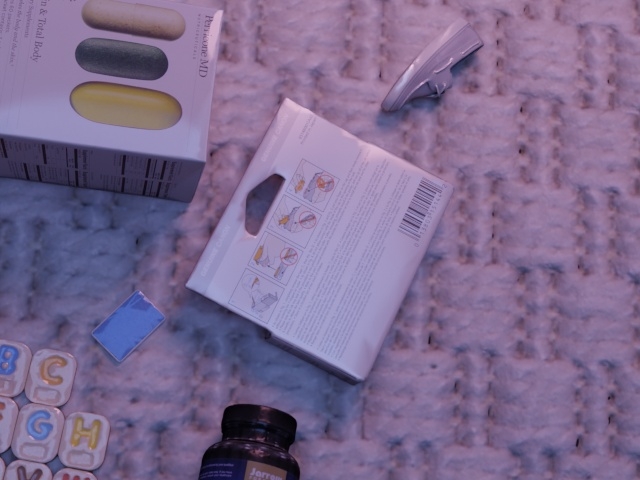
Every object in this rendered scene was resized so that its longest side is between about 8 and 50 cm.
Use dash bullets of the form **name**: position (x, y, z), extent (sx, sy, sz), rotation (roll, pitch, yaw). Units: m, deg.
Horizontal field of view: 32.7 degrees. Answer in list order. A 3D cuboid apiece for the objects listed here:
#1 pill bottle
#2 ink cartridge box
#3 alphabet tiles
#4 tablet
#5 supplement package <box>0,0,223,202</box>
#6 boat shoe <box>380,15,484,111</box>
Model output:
- **pill bottle**: position (-0.091, 0.315, 1.312), extent (0.123, 0.123, 0.219), rotation (14, 63, -9)
- **ink cartridge box**: position (0.000, 0.000, 1.434), extent (0.261, 0.066, 0.296), rotation (28, 74, -5)
- **alphabet tiles**: position (-0.406, 0.257, 1.322), extent (0.284, 0.021, 0.278), rotation (13, 76, -8)
- **tablet**: position (-0.244, 0.109, 1.392), extent (0.054, 0.006, 0.083), rotation (45, 73, 0)
- **supplement package**: position (-0.269, -0.179, 1.347), extent (0.263, 0.198, 0.199), rotation (7, 77, -10)
- **boat shoe**: position (0.159, -0.234, 1.521), extent (0.063, 0.066, 0.184), rotation (43, 64, 1)
